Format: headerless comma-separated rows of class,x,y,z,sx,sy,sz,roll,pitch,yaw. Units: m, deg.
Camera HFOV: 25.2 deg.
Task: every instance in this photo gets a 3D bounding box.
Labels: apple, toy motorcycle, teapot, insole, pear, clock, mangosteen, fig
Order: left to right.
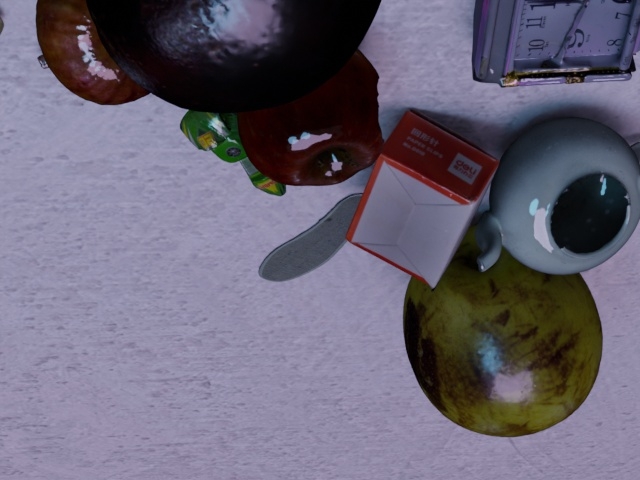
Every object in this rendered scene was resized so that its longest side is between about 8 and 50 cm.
fig,-0.209,-0.211,1.448,0.149,0.148,0.202,34,-179,2
mangosteen,-0.086,-0.258,1.242,0.297,0.297,0.313,-25,155,27
toy motorcycle,-0.099,-0.129,1.607,0.074,0.106,0.190,-25,140,27
apple,-0.014,-0.148,1.546,0.147,0.158,0.156,6,147,-42
insole,0.000,0.001,1.905,0.080,0.003,0.232,20,139,-33
pear,0.234,0.116,1.873,0.283,0.284,0.283,-4,146,-3
clock,0.257,-0.260,1.484,0.186,0.083,0.253,-3,146,-3
teapot,0.300,-0.049,1.714,0.294,0.129,0.193,-23,117,-7

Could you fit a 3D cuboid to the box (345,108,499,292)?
box,0.121,-0.049,1.723,0.133,0.099,0.182,29,142,9

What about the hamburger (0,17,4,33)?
hamburger,-0.487,-0.141,1.444,0.329,0.209,0.162,-12,146,6
